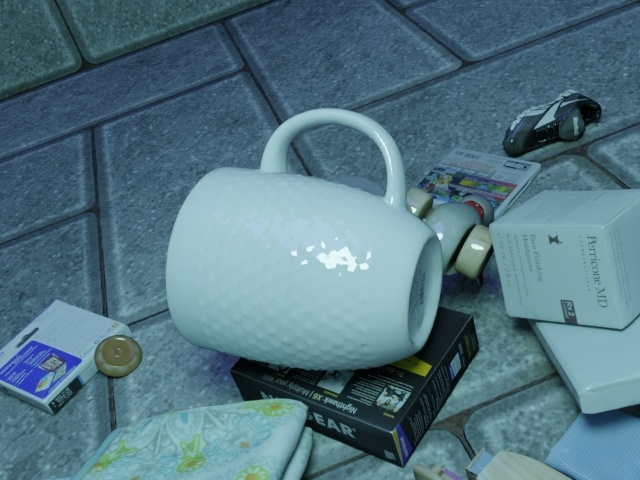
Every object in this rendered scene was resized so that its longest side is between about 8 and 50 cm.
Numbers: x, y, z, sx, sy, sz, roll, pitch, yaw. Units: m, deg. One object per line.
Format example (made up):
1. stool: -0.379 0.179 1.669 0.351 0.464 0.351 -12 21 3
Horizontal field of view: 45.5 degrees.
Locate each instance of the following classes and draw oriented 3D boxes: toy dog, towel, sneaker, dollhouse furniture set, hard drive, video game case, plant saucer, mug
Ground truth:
1. toy dog: 0.215 0.012 1.266 0.333 0.161 0.220 6 28 -50
2. towel: -0.198 0.338 0.987 0.320 0.090 0.374 -11 18 19
3. sneaker: 0.480 -0.237 1.560 0.234 0.078 0.106 -30 35 -19
4. dollhouse furniture set: 0.304 0.243 0.899 0.303 0.198 0.286 -38 40 -26
5. hard drive: 0.413 0.127 1.054 0.202 0.040 0.307 -14 16 6
6. video game case: 0.306 -0.114 1.522 0.201 0.023 0.183 18 49 38
7. plant saucer: -0.362 0.202 1.366 0.083 0.015 0.084 7 54 -9
8. mug: 0.000 0.000 1.085 0.327 0.375 0.276 9 4 23

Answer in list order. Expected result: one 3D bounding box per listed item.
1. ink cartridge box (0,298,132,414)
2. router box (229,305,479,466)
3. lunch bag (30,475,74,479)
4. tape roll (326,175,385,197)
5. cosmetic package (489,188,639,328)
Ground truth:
1. ink cartridge box: -0.493 0.210 1.423 0.208 0.045 0.206 13 46 34
2. router box: 0.052 0.185 1.186 0.308 0.081 0.243 13 46 36
3. lunch bag: -0.396 0.417 1.073 0.128 0.096 0.151 -7 52 11
4. tape roll: 0.028 -0.035 1.497 0.219 0.072 0.219 -13 36 9
5. cosmetic package: 0.370 0.021 1.097 0.151 0.151 0.183 -28 18 -37
